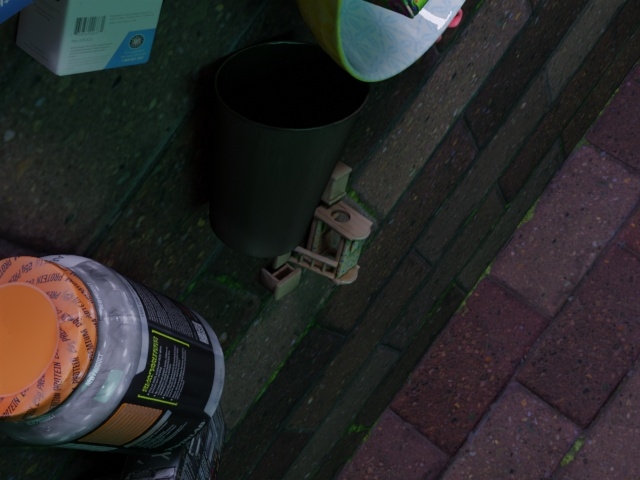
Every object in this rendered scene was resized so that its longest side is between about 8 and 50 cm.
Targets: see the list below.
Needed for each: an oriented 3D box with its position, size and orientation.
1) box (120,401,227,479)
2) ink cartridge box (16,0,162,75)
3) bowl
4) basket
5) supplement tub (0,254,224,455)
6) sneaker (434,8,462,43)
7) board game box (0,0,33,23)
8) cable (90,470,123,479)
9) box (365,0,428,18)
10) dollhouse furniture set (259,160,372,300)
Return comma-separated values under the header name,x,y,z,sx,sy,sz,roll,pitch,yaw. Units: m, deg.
name,x,y,z,sx,sy,sz,roll,pitch,yaw
box,-0.213,0.335,1.291,0.307,0.076,0.243,89,10,-56
ink cartridge box,-0.180,-0.234,0.706,0.104,0.060,0.180,-24,143,-50
bowl,0.055,-0.332,0.903,0.289,0.156,0.289,-43,156,-25
basket,-0.054,-0.101,1.039,0.204,0.154,0.227,-32,153,-39
supplement tub,-0.244,0.129,0.929,0.194,0.193,0.316,-52,158,-4
sneaker,0.116,-0.293,1.161,0.208,0.094,0.081,-38,155,-30
board game box,-0.248,-0.185,0.466,0.347,0.078,0.233,-39,173,-12
cable,-0.371,0.478,1.313,0.257,0.089,0.257,-56,158,5
box,0.033,-0.362,0.558,0.279,0.177,0.290,-51,141,-6
dollhouse furniture set,0.000,0.000,1.342,0.161,0.101,0.182,-35,151,-38
